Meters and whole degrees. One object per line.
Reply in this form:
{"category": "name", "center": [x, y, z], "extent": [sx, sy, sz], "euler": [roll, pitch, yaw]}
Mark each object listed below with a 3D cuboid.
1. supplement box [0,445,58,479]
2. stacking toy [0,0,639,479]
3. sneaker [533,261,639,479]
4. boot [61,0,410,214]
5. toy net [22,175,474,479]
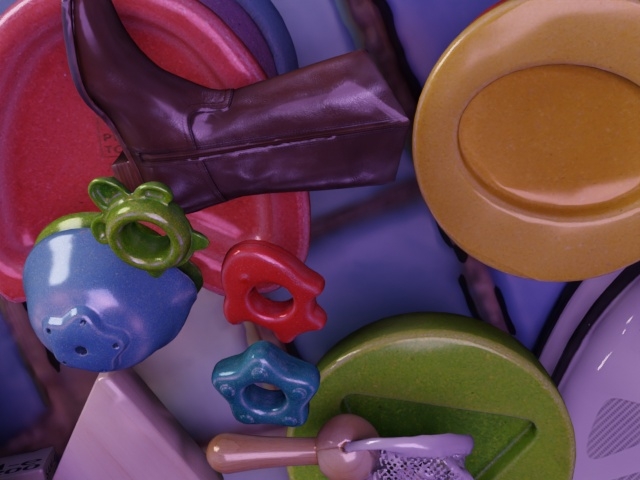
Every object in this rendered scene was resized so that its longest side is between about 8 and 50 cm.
{"category": "supplement box", "center": [-0.157, 0.161, 0.529], "extent": [0.062, 0.036, 0.098], "euler": [-11, 99, -4]}
{"category": "stacking toy", "center": [0.000, 0.000, 0.500], "extent": [0.308, 0.130, 0.280], "euler": [6, 114, 1]}
{"category": "sneaker", "center": [0.249, 0.034, 0.432], "extent": [0.169, 0.257, 0.447], "euler": [37, 94, -9]}
{"category": "boot", "center": [-0.028, -0.060, 0.384], "extent": [0.114, 0.037, 0.106], "euler": [-9, 125, 11]}
{"category": "toy net", "center": [-0.006, 0.055, 0.419], "extent": [0.232, 0.045, 0.122], "euler": [33, 128, -17]}
